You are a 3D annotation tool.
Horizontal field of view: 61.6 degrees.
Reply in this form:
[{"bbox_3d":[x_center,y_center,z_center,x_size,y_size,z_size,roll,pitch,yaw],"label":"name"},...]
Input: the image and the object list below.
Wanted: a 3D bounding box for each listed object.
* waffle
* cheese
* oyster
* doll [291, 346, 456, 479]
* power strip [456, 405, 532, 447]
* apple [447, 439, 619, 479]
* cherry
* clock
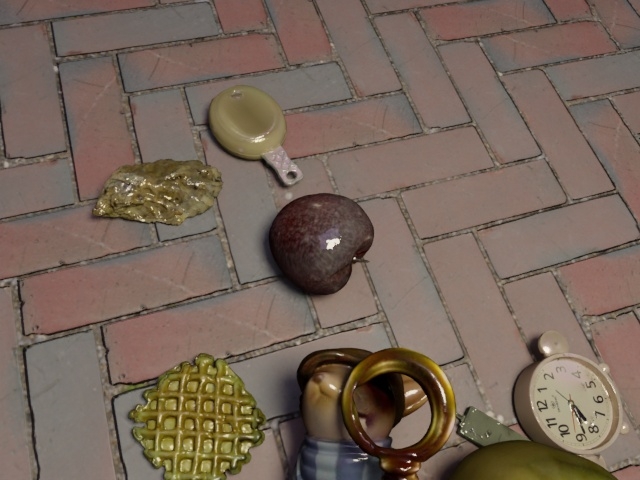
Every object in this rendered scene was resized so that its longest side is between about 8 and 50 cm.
[{"bbox_3d":[-0.177,0.265,0.780,0.169,0.036,0.183,-37,72,-19],"label":"waffle"},{"bbox_3d":[-0.110,-0.189,0.992,0.137,0.064,0.227,-33,74,-19],"label":"cheese"},{"bbox_3d":[-0.273,-0.097,0.923,0.209,0.072,0.132,1,67,-9],"label":"oyster"},{"bbox_3d":[0.026,0.299,0.671,0.318,0.209,0.339,-8,60,33],"label":"doll"},{"bbox_3d":[0.266,0.302,0.827,0.136,0.019,0.050,29,66,7],"label":"power strip"},{"bbox_3d":[0.272,0.377,0.678,0.263,0.262,0.262,3,64,-6],"label":"apple"},{"bbox_3d":[0.000,-0.004,0.874,0.176,0.140,0.176,-3,68,7],"label":"cherry"},{"bbox_3d":[0.388,0.257,0.843,0.156,0.063,0.229,-4,68,-12],"label":"clock"}]
